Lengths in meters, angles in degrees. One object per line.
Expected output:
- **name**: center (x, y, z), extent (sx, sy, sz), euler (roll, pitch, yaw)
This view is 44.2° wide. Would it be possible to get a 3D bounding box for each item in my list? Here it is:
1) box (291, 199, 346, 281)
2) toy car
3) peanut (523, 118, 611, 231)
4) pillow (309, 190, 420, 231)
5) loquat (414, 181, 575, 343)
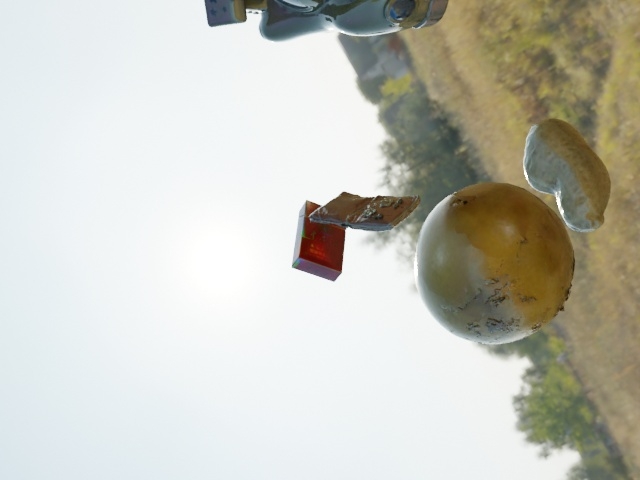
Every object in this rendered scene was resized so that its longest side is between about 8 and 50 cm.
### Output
- **box**: center (0.000, -0.001, 1.805), extent (0.112, 0.048, 0.175), euler (19, -130, -16)
- **toy car**: center (-0.003, -0.410, 1.127), extent (0.336, 0.226, 0.242), euler (12, 114, 52)
- **peanut**: center (0.488, -0.131, 1.557), extent (0.122, 0.137, 0.253), euler (22, -148, -50)
- **pillow**: center (0.094, -0.062, 1.684), extent (0.126, 0.233, 0.043), euler (-37, -58, -39)
- **loquat**: center (0.242, 0.033, 1.116), extent (0.235, 0.235, 0.235), euler (56, -169, -17)
